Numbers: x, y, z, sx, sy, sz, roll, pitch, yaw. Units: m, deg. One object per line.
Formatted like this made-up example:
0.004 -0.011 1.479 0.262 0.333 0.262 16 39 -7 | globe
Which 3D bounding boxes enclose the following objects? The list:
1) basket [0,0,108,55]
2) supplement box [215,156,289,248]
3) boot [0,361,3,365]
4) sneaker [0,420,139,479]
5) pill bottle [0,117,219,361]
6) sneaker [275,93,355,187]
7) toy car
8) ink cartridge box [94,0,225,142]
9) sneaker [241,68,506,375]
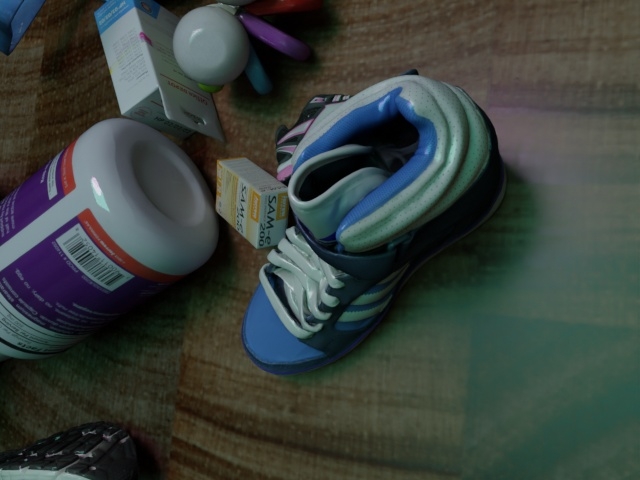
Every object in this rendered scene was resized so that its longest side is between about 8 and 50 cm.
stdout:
-0.296 -0.355 0.685 0.289 0.201 0.254 -57 30 -9 | basket
-0.073 -0.042 0.614 0.098 0.036 0.062 37 129 45 | supplement box
-0.564 0.156 0.856 0.246 0.083 0.161 -37 62 17 | boot
-0.331 0.317 0.696 0.330 0.130 0.147 -23 87 27 | sneaker
-0.284 0.017 0.665 0.323 0.181 0.181 -30 70 22 | pill bottle
0.020 -0.120 0.585 0.178 0.072 0.077 -24 71 22 | sneaker
-0.070 -0.236 0.620 0.136 0.159 0.182 17 109 -11 | toy car
-0.186 -0.188 0.684 0.061 0.104 0.181 -28 71 22 | ink cartridge box
0.001 0.000 0.482 0.323 0.236 0.130 -41 66 17 | sneaker
